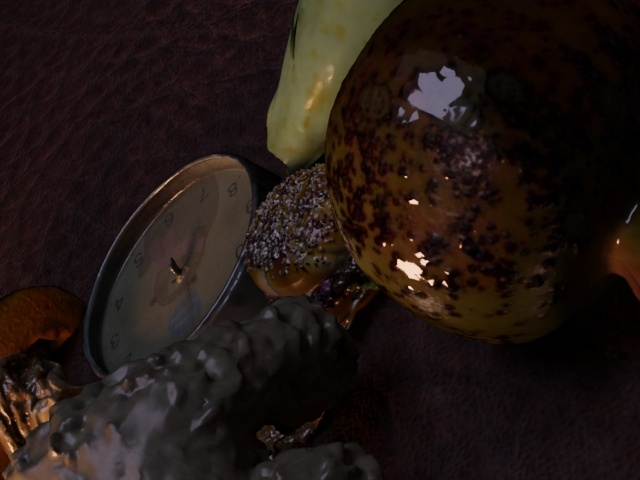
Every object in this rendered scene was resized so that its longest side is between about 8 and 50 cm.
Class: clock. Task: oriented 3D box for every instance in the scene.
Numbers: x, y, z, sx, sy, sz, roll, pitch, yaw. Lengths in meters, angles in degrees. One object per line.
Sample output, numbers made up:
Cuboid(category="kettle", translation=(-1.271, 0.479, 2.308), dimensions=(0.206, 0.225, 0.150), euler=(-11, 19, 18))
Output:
Cuboid(category="clock", translation=(-0.138, 0.036, 1.566), dimensions=(0.280, 0.055, 0.280), euler=(-33, 38, 31))

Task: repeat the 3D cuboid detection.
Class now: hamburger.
Cuboid(category="hamburger", translation=(0.003, -0.001, 1.381), dimensions=(0.189, 0.093, 0.164), euler=(7, 67, 52))

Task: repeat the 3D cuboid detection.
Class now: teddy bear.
Cuboid(category="teddy bear", translation=(-0.088, 0.259, 1.182), dimensions=(0.357, 0.224, 0.367), euler=(-34, 64, 13))

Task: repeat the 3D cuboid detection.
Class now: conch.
Cuboid(category="conch", translation=(0.026, -0.198, 1.528), dimensions=(0.143, 0.137, 0.250), euler=(51, 126, 30))

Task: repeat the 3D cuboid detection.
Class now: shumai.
Cuboid(category="shumai", translation=(-0.269, 0.173, 1.570), dimensions=(0.116, 0.145, 0.145), euler=(-21, 41, 8))

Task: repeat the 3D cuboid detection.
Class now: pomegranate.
Cuboid(category="pomegranate", translation=(0.172, -0.041, 1.081), dimensions=(0.341, 0.285, 0.285), euler=(30, 86, 28))

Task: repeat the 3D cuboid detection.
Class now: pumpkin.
Cuboid(category="pumpkin", translation=(-0.393, 0.183, 1.684), dimensions=(0.169, 0.148, 0.312), euler=(-15, 46, 40))

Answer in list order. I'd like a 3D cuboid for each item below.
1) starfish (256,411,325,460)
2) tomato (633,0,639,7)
Cuboid(category="starfish", translation=(-0.060, 0.179, 1.340), dimensions=(0.210, 0.053, 0.150), euler=(-38, 41, 22))
Cuboid(category="tomato", translation=(0.278, -0.287, 1.218), dimensions=(0.309, 0.170, 0.309), euler=(12, 106, 48))
